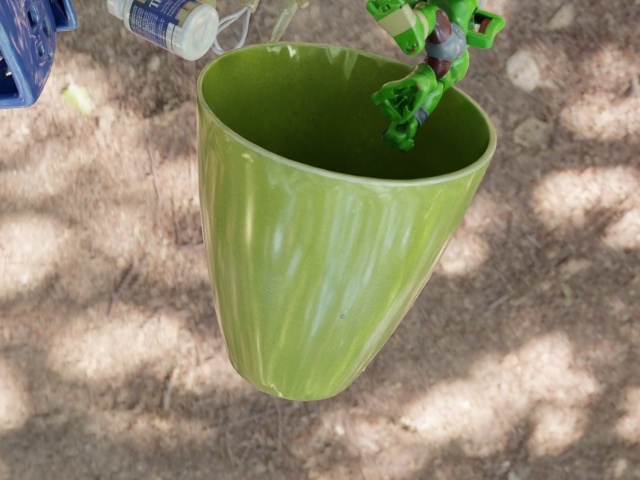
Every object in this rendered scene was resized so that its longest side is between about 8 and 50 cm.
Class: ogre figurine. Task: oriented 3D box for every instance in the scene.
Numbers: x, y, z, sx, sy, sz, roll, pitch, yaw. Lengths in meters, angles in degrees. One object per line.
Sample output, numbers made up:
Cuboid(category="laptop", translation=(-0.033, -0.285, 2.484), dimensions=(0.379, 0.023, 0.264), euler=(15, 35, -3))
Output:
Cuboid(category="ogre figurine", translation=(0.103, -0.184, 1.068), dimensions=(0.118, 0.096, 0.197), euler=(-42, 129, -39))

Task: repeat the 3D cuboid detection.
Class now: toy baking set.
Cuboid(category="toy baking set", translation=(-0.115, -0.370, 1.761), dimensions=(0.196, 0.030, 0.256), euler=(-36, 91, -26))

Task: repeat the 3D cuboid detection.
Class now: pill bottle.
Cuboid(category="pill bottle", translation=(-0.181, -0.257, 1.340), dimensions=(0.067, 0.120, 0.067), euler=(-50, 157, -30))

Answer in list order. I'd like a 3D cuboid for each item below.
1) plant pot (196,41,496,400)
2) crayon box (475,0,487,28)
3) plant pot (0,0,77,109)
Cuboid(category="plant pot", translation=(0.000, 0.000, 1.137), dimensions=(0.274, 0.275, 0.294), euler=(1, 123, -17))
Cuboid(category="crayon box", translation=(0.209, -0.436, 1.559), dimensions=(0.081, 0.319, 0.202), euler=(17, 148, 14))
Cuboid(category="plant pot", translation=(-0.454, -0.316, 1.485), dimensions=(0.236, 0.212, 0.236), euler=(2, 131, 20))
